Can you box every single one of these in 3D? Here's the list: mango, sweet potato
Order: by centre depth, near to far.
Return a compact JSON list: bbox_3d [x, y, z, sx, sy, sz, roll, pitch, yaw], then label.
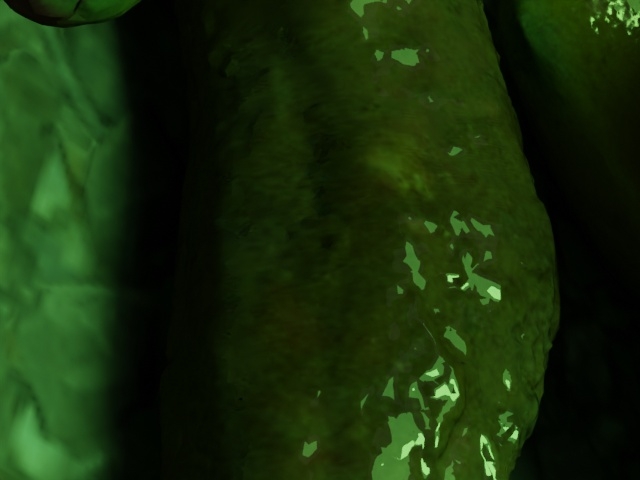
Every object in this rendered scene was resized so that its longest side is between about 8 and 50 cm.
[{"bbox_3d":[0.003,-0.002,0.492,0.114,0.092,0.341,4,62,-20],"label":"sweet potato"},{"bbox_3d":[0.124,-0.040,0.653,0.115,0.089,0.165,-36,94,-42],"label":"mango"}]

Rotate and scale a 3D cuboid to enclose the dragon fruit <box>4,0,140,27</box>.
[{"bbox_3d":[-0.108,-0.157,0.364,0.273,0.198,0.218,30,22,-36],"label":"dragon fruit"}]
